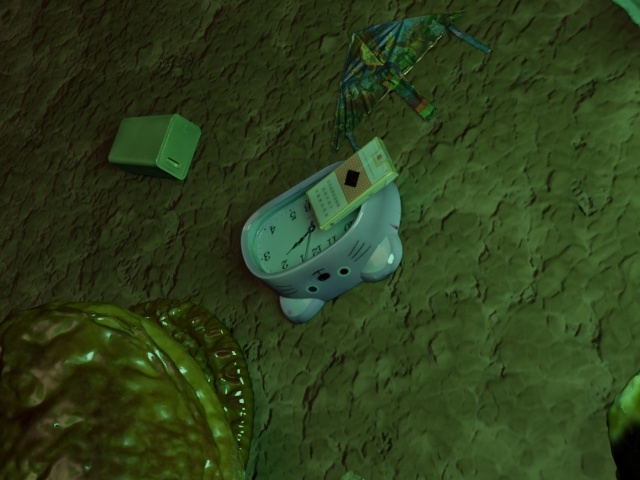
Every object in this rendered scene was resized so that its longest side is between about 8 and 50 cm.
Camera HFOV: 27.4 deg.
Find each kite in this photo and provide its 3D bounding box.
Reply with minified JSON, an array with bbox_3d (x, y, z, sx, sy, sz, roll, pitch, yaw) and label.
[{"bbox_3d":[0.065,-0.159,1.237,0.183,0.010,0.160,-47,47,11],"label":"kite"}]

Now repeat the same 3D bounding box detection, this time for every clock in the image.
[{"bbox_3d":[0.000,0.000,1.180,0.153,0.050,0.110,-30,51,25],"label":"clock"}]

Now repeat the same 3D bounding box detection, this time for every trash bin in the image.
[{"bbox_3d":[-0.179,-0.100,1.392,0.092,0.043,0.061,5,72,43],"label":"trash bin"}]

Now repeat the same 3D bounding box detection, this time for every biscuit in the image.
[{"bbox_3d":[-0.186,0.195,1.246,0.305,0.038,0.305,-19,57,32],"label":"biscuit"}]

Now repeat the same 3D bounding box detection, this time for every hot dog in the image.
[{"bbox_3d":[-0.197,0.240,1.093,0.267,0.174,0.387,-32,51,28],"label":"hot dog"}]

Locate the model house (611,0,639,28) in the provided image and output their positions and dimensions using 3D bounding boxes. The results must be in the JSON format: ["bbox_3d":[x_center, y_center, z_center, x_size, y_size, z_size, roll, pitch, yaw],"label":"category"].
[{"bbox_3d":[0.345,-0.226,0.885,0.202,0.237,0.237,27,82,52],"label":"model house"}]

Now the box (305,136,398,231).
[{"bbox_3d":[0.027,-0.049,1.138,0.083,0.012,0.046,-37,48,19],"label":"box"}]

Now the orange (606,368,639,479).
[{"bbox_3d":[0.349,0.109,0.698,0.369,0.271,0.210,-9,31,36],"label":"orange"}]

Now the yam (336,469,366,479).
[{"bbox_3d":[-0.040,0.273,1.075,0.241,0.057,0.057,-43,47,17],"label":"yam"}]
